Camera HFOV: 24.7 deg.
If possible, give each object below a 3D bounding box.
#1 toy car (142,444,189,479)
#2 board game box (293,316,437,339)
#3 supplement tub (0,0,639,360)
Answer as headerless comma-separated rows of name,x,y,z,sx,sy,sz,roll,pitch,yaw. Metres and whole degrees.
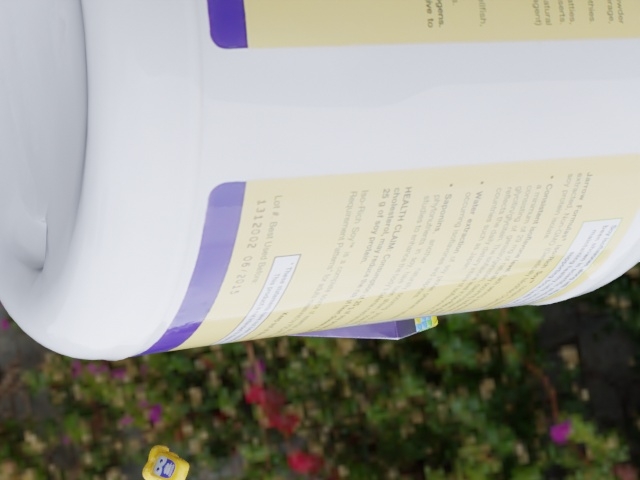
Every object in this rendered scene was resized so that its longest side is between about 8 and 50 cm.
toy car,-0.123,0.157,0.811,0.041,0.060,0.122,10,-120,49
board game box,0.000,0.000,1.093,0.048,0.141,0.170,-14,-172,-44
supplement tub,0.022,-0.081,0.655,0.331,0.241,0.241,-5,180,-28
